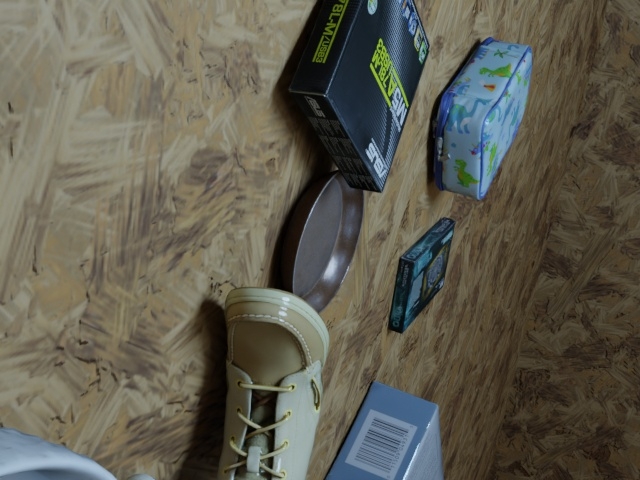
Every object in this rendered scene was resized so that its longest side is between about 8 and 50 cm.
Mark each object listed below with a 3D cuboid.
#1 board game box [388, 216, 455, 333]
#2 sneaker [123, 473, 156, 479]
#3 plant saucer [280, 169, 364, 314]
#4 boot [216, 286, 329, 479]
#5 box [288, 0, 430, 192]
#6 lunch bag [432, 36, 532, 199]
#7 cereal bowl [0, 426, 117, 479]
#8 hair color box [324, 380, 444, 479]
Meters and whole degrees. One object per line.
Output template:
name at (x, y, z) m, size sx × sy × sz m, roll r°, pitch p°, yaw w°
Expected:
board game box at (0.161, 0.051, 1.391) m, size 0.186 × 0.026 × 0.126 m, roll -37°, pitch 139°, yaw -56°
sneaker at (-0.140, 0.243, 0.752) m, size 0.085 × 0.058 × 0.152 m, roll -28°, pitch 136°, yaw -53°
plant saucer at (0.000, 0.000, 0.949) m, size 0.168 × 0.029 × 0.168 m, roll -50°, pitch 149°, yaw -46°
boot at (-0.056, 0.182, 0.813) m, size 0.262 × 0.095 × 0.203 m, roll 88°, pitch 12°, yaw -53°
box at (0.047, -0.170, 0.872) m, size 0.190 × 0.045 × 0.184 m, roll 54°, pitch 50°, yaw -58°
lunch bag at (0.239, -0.178, 1.312) m, size 0.219 × 0.090 × 0.176 m, roll -56°, pitch 153°, yaw -35°
cereal bowl at (-0.235, 0.232, 0.398) m, size 0.339 × 0.141 × 0.338 m, roll -52°, pitch 151°, yaw -44°
hair color box at (0.114, 0.404, 1.440) m, size 0.185 × 0.114 × 0.374 m, roll -60°, pitch 155°, yaw -28°
